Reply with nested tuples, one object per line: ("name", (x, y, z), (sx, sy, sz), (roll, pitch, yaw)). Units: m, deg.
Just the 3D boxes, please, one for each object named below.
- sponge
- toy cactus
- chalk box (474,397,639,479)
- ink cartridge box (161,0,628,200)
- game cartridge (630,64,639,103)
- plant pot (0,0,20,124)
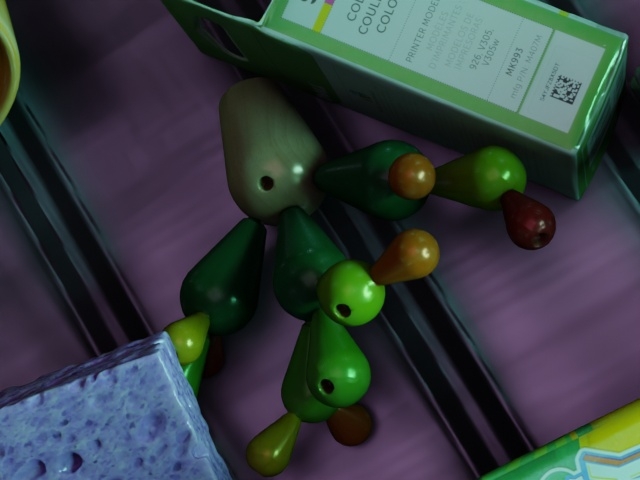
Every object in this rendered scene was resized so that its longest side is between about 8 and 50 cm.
("sponge", (-0.083, 0.157, 0.784), (0.117, 0.031, 0.210), (-21, 103, 7))
("toy cactus", (0.000, 0.000, 0.803), (0.219, 0.112, 0.180), (-40, 51, 27))
("chalk box", (0.171, 0.147, 0.707), (0.289, 0.180, 0.179), (-26, 79, 3))
("ink cartridge box", (0.036, -0.093, 0.801), (0.209, 0.109, 0.062), (22, 85, 12))
("game cartridge", (0.259, -0.088, 0.687), (0.198, 0.297, 0.062), (-36, 110, 1))
("plant pot", (-0.265, -0.141, 0.824), (0.205, 0.205, 0.188), (-21, 64, 6))
